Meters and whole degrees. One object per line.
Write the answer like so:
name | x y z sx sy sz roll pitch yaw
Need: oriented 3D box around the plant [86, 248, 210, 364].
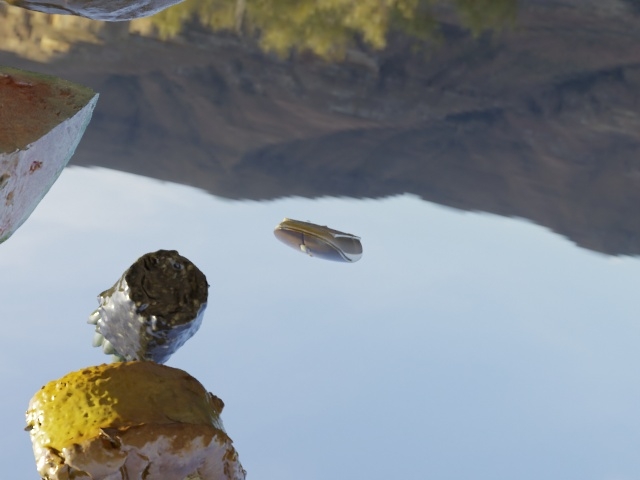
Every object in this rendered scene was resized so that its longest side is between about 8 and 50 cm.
plant | -0.226 0.096 1.555 0.129 0.132 0.194 47 145 0

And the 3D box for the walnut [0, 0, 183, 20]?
walnut | -0.193 -0.354 0.952 0.383 0.384 0.383 13 -171 -2

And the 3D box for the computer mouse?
computer mouse | 0.000 0.002 1.593 0.102 0.045 0.199 16 -177 13

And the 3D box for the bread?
bread | -0.174 0.213 1.242 0.260 0.147 0.160 29 -157 -42

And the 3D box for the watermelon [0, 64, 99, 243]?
watermelon | -0.404 -0.103 1.406 0.180 0.224 0.305 -8 -154 34
